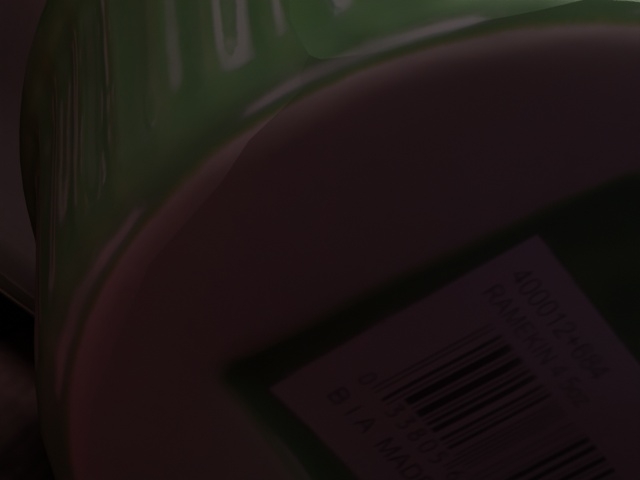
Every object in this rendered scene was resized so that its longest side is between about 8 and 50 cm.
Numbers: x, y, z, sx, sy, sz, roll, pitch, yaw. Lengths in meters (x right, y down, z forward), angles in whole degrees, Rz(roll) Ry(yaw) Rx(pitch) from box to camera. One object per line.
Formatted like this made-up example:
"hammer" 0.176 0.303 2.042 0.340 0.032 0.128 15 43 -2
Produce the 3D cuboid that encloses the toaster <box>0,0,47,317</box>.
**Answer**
"toaster" -0.078 -0.052 0.655 0.110 0.186 0.168 35 21 23

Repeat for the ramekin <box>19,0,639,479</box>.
"ramekin" 0.053 0.011 0.485 0.303 0.303 0.148 14 34 -14
